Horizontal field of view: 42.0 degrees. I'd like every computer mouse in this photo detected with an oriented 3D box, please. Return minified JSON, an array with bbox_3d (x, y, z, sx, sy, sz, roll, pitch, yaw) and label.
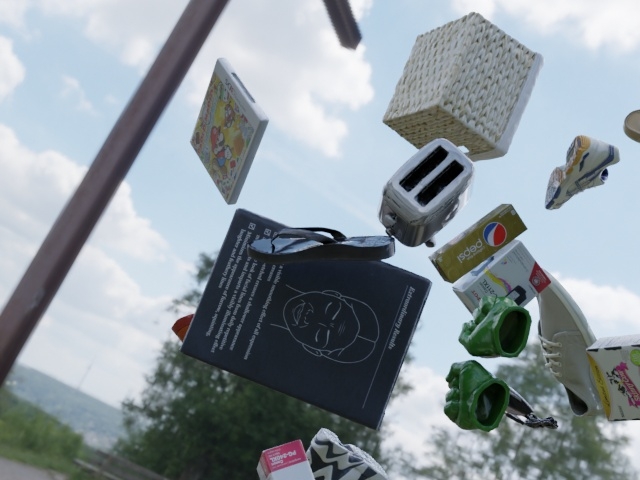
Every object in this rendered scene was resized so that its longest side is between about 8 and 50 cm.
[{"bbox_3d":[0.542,0.463,2.386,0.261,0.060,0.184,26,-16,-3],"label":"computer mouse"}]

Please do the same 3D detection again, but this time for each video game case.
[{"bbox_3d":[-0.194,-0.224,1.721,0.206,0.026,0.227,56,-43,32],"label":"video game case"}]

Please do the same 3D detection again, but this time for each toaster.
[{"bbox_3d":[0.211,-0.098,1.598,0.129,0.227,0.146,47,-8,14],"label":"toaster"}]

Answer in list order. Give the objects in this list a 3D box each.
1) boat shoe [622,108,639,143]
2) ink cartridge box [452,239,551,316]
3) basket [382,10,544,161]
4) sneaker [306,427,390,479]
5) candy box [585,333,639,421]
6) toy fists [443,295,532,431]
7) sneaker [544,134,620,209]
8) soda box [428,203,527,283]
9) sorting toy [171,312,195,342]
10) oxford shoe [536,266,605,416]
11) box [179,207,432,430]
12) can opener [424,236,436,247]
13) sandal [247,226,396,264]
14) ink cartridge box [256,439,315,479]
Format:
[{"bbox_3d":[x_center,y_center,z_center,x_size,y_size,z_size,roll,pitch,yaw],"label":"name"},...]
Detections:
[{"bbox_3d":[0.868,-0.281,2.025,0.098,0.109,0.302,27,-3,-43],"label":"boat shoe"},{"bbox_3d":[0.402,0.100,1.853,0.127,0.175,0.072,50,-7,-12],"label":"ink cartridge box"},{"bbox_3d":[0.392,-0.415,2.361,0.266,0.332,0.328,28,-13,-23],"label":"basket"},{"bbox_3d":[0.041,0.528,1.823,0.235,0.153,0.094,38,3,-33],"label":"sneaker"},{"bbox_3d":[0.652,0.262,1.613,0.233,0.071,0.159,-16,-85,46],"label":"candy box"},{"bbox_3d":[0.325,0.244,1.677,0.096,0.279,0.142,19,-6,-13],"label":"toy fists"},{"bbox_3d":[0.703,-0.162,2.251,0.130,0.112,0.296,12,-29,-3],"label":"sneaker"},{"bbox_3d":[0.297,0.005,1.577,0.061,0.181,0.058,55,-4,-7],"label":"soda box"},{"bbox_3d":[-0.256,0.294,2.457,0.365,0.126,0.127,4,-36,-36],"label":"sorting toy"},{"bbox_3d":[0.621,0.270,2.110,0.450,0.130,0.169,62,0,-15],"label":"oxford shoe"},{"bbox_3d":[-0.024,0.153,1.611,0.395,0.294,0.212,21,-8,5],"label":"box"},{"bbox_3d":[0.241,-0.039,1.888,0.073,0.059,0.186,61,6,22],"label":"can opener"},{"bbox_3d":[0.001,0.000,1.404,0.254,0.055,0.097,-3,15,14],"label":"sandal"},{"bbox_3d":[-0.039,0.385,1.224,0.063,0.151,0.109,-13,-25,-17],"label":"ink cartridge box"}]
